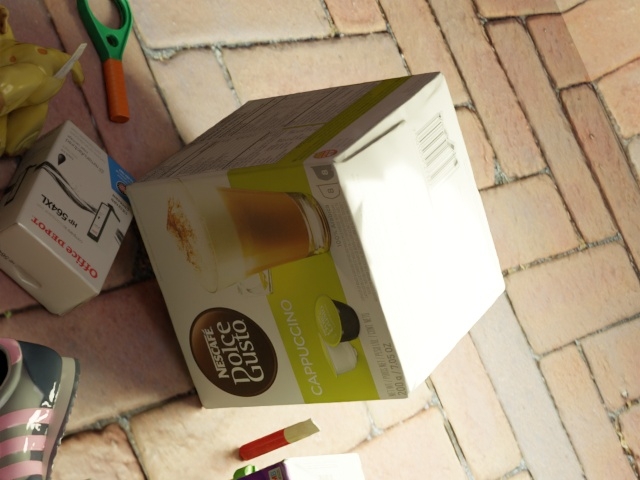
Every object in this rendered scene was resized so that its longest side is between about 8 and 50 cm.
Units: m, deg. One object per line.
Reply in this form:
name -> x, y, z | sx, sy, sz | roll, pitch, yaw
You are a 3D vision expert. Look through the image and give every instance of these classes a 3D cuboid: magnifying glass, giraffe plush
magnifying glass -> -0.300, -0.274, 2.406 | 0.092, 0.026, 0.231 | 14, 56, -46
giraffe plush -> -0.418, -0.223, 2.124 | 0.170, 0.210, 0.181 | 43, 1, 13

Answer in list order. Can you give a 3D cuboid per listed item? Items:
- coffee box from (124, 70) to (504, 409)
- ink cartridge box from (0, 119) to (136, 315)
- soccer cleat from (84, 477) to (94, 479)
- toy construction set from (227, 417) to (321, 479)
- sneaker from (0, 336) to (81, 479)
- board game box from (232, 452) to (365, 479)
coffee box -> 0.000, 0.000, 2.277 | 0.338, 0.334, 0.337 | -42, 120, -52
ink cartridge box -> -0.328, -0.029, 2.163 | 0.148, 0.086, 0.203 | 43, 39, -25
soccer cleat -> -0.295, 0.367, 1.905 | 0.143, 0.116, 0.331 | 47, 15, 3
toy construction set -> 0.031, 0.380, 2.217 | 0.257, 0.237, 0.308 | -23, 86, -54
sneaker -> -0.375, 0.250, 1.938 | 0.131, 0.112, 0.319 | 25, 45, -18
board game box -> -0.081, 0.369, 2.056 | 0.144, 0.275, 0.142 | 4, 65, -50
